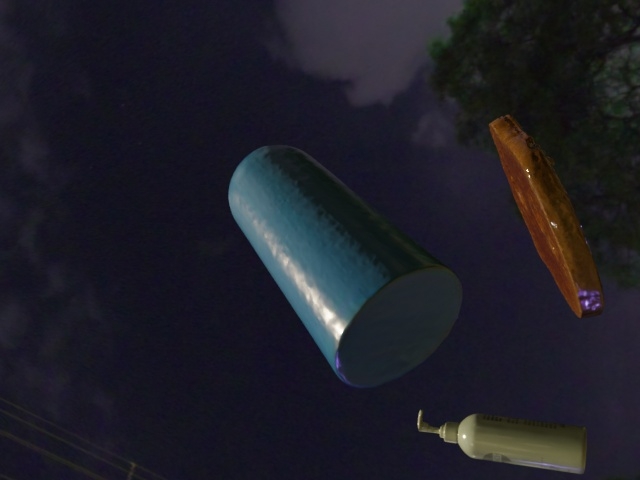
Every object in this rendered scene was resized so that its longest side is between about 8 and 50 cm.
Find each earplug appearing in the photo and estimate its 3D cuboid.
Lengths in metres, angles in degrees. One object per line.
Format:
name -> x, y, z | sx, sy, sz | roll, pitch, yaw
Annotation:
earplug -> 0.000, 0.000, 0.693 | 0.132, 0.273, 0.132 | -21, -45, -23

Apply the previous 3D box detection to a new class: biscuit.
biscuit -> 0.313, -0.032, 0.977 | 0.049, 0.257, 0.273 | -23, -61, 8

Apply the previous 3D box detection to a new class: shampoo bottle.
shampoo bottle -> 0.214, 0.237, 0.857 | 0.056, 0.195, 0.056 | 3, -90, -71
